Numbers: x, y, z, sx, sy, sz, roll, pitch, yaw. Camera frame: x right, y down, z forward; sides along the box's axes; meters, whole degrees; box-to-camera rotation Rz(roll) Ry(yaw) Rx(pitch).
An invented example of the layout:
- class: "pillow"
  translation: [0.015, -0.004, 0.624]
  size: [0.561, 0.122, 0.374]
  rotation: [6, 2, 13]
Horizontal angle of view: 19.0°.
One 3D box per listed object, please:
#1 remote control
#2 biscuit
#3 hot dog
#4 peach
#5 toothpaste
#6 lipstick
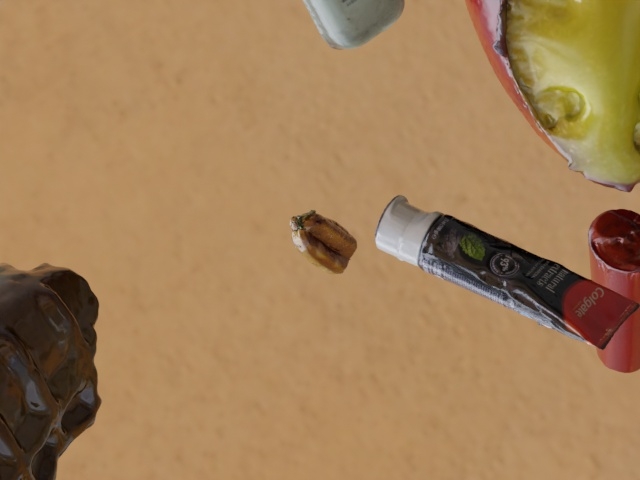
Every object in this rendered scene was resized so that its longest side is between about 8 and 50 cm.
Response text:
- class: "remote control"
  translation: [-0.010, -0.295, 1.684]
  size: [0.038, 0.090, 0.309]
  rotation: [45, 169, 51]
- class: "biscuit"
  translation: [-0.213, 0.212, 1.322]
  size: [0.268, 0.115, 0.366]
  rotation: [-60, -38, -48]
- class: "hot dog"
  translation: [0.000, 0.000, 1.848]
  size: [0.037, 0.049, 0.122]
  rotation: [22, 172, 29]
- class: "peach"
  translation: [0.253, -0.215, 1.646]
  size: [0.281, 0.281, 0.338]
  rotation: [53, -153, -73]
- class: "toothpaste"
  translation: [0.135, 0.023, 1.391]
  size: [0.193, 0.071, 0.045]
  rotation: [25, 127, 22]
- class: "lipstick"
  translation: [0.302, 0.053, 1.884]
  size: [0.073, 0.073, 0.280]
  rotation: [56, 175, 25]
